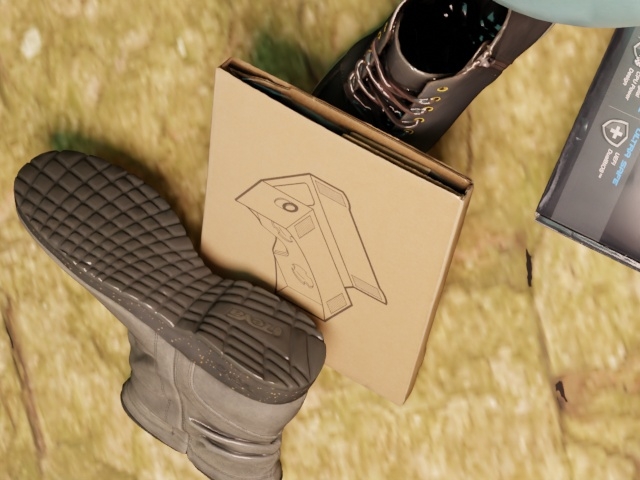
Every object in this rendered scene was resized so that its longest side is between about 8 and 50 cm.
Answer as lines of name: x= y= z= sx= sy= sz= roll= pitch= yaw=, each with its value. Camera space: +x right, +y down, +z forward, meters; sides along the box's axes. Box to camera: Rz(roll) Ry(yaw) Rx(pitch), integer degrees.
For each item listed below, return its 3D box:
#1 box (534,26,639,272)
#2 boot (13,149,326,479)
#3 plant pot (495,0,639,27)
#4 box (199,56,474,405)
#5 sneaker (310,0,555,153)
box: x=0.240 y=-0.074 z=0.781 sx=0.175 sy=0.051 sz=0.220 roll=28 pitch=112 yaw=15
boot: x=-0.115 y=0.065 z=0.941 sx=0.246 sy=0.083 sz=0.161 roll=38 pitch=139 yaw=12
plant pot: x=0.108 y=-0.272 z=0.618 sx=0.293 sy=0.235 sz=0.293 roll=-12 pitch=67 yaw=31
box: x=0.000 y=0.000 z=0.872 sx=0.164 sy=0.021 sz=0.201 roll=28 pitch=141 yaw=15
sneaker: x=0.037 y=-0.089 z=0.827 sx=0.083 sy=0.118 sz=0.222 roll=48 pitch=116 yaw=5
